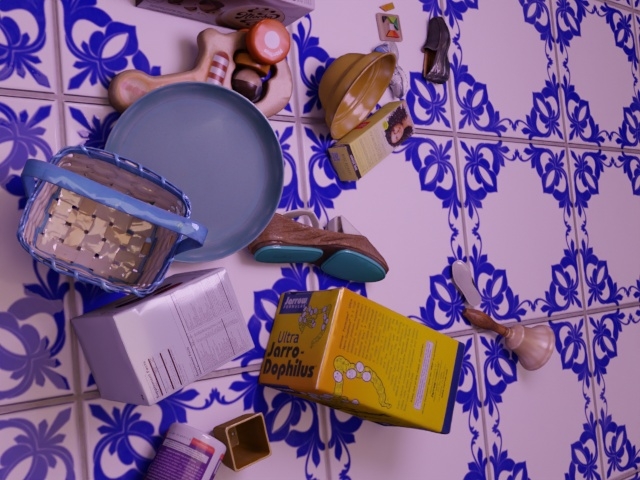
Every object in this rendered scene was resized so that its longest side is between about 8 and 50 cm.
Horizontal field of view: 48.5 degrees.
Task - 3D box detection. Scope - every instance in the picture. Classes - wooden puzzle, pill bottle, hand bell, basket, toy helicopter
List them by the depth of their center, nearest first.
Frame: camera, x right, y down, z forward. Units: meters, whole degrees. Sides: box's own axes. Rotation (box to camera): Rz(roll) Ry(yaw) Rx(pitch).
[{"bbox_3d":[-0.322,-0.034,1.062,0.254,0.289,0.201,25,76,-21],"label":"basket"},{"bbox_3d":[-0.246,0.415,1.192,0.108,0.108,0.194,39,62,-28],"label":"pill bottle"},{"bbox_3d":[-0.212,-0.273,1.324,0.355,0.140,0.235,-14,102,-28],"label":"toy helicopter"},{"bbox_3d":[0.166,-0.511,1.699,0.078,0.014,0.116,-19,96,-38],"label":"wooden puzzle"},{"bbox_3d":[0.457,0.225,1.788,0.242,0.126,0.126,27,68,-20],"label":"hand bell"}]

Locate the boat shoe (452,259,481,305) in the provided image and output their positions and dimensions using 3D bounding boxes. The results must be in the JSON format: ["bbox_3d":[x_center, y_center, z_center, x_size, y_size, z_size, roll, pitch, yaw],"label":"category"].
[{"bbox_3d":[0.358,0.102,1.753,0.046,0.038,0.125,-30,100,6],"label":"boat shoe"}]

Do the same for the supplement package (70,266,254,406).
[{"bbox_3d":[-0.259,0.152,1.162,0.203,0.194,0.149,-26,99,-38],"label":"supplement package"}]

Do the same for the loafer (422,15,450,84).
[{"bbox_3d":[0.282,-0.474,1.757,0.061,0.062,0.170,1,82,-33],"label":"loafer"}]

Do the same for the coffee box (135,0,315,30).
[{"bbox_3d":[-0.178,-0.489,1.329,0.297,0.168,0.119,2,83,-39],"label":"coffee box"}]

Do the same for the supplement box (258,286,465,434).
[{"bbox_3d":[0.089,0.246,1.423,0.356,0.194,0.195,27,68,-32],"label":"supplement box"}]

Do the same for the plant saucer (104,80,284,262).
[{"bbox_3d":[-0.221,-0.119,1.256,0.317,0.043,0.318,-3,102,-16],"label":"plant saucer"}]

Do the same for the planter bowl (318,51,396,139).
[{"bbox_3d":[0.059,-0.329,1.513,0.090,0.217,0.217,39,55,13],"label":"planter bowl"}]

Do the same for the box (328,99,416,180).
[{"bbox_3d":[0.119,-0.226,1.588,0.232,0.058,0.087,-42,121,-33],"label":"box"}]

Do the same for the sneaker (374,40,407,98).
[{"bbox_3d":[0.158,-0.394,1.660,0.058,0.052,0.135,-19,92,-26],"label":"sneaker"}]

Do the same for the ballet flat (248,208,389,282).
[{"bbox_3d":[0.000,0.000,1.457,0.342,0.116,0.124,11,58,-33],"label":"ballet flat"}]

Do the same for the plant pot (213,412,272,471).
[{"bbox_3d":[-0.151,0.360,1.289,0.081,0.083,0.082,-15,94,-38],"label":"plant pot"}]
